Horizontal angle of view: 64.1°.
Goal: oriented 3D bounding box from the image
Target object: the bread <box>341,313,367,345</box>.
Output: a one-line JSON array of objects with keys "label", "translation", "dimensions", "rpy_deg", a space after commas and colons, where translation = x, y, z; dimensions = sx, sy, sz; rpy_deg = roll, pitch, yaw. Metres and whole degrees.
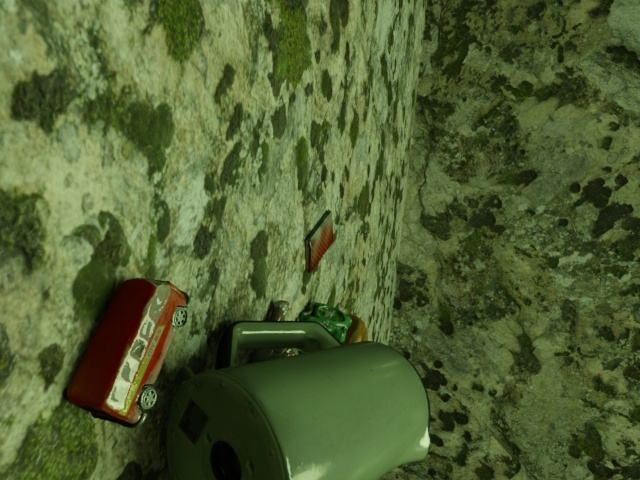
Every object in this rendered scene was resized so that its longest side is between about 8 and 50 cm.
[{"label": "bread", "translation": [0.091, 0.391, 1.709], "dimensions": [0.166, 0.132, 0.294], "rpy_deg": [-75, 162, -45]}]

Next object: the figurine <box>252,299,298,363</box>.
[{"label": "figurine", "translation": [-0.086, 0.224, 1.084], "dimensions": [0.147, 0.094, 0.197], "rpy_deg": [94, 12, -54]}]

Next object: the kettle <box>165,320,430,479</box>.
[{"label": "kettle", "translation": [-0.046, 0.267, 0.833], "dimensions": [0.377, 0.361, 0.250], "rpy_deg": [-1, 122, -49]}]

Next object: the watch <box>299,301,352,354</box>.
[{"label": "watch", "translation": [-0.004, 0.261, 1.382], "dimensions": [0.165, 0.131, 0.152], "rpy_deg": [-54, 167, -66]}]

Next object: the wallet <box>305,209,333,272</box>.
[{"label": "wallet", "translation": [0.000, 0.000, 1.398], "dimensions": [0.196, 0.020, 0.103], "rpy_deg": [-54, 148, -58]}]

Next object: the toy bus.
[{"label": "toy bus", "translation": [-0.223, 0.122, 0.603], "dimensions": [0.077, 0.079, 0.174], "rpy_deg": [58, 42, -52]}]
